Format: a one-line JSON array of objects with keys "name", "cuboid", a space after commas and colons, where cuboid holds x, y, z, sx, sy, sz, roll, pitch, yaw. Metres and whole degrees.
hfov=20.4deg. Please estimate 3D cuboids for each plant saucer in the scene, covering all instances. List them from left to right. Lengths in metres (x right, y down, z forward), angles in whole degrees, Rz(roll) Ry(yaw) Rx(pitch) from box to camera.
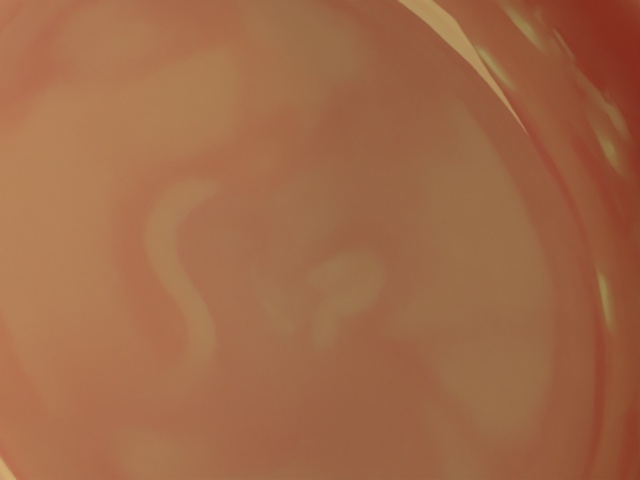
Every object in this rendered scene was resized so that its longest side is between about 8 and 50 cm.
[{"name": "plant saucer", "cuboid": [0.000, 0.000, 0.540, 0.332, 0.084, 0.332, 14, 62, -27]}]
